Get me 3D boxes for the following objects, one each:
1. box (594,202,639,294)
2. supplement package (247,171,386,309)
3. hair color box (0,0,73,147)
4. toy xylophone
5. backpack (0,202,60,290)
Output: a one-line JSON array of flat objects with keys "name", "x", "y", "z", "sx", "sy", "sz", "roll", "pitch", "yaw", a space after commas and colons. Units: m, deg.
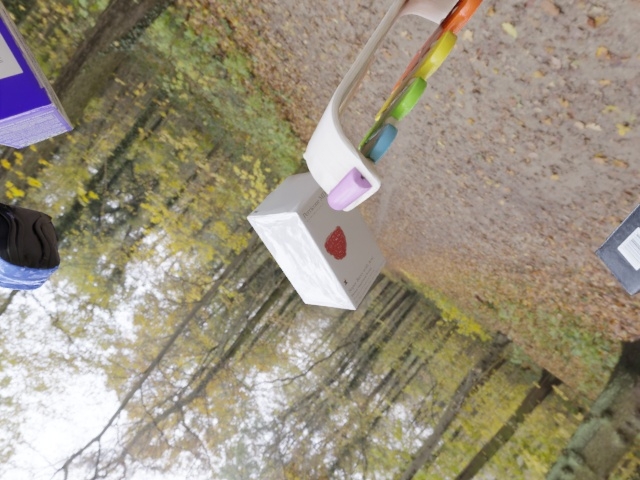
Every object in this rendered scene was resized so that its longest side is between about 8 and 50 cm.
[{"name": "box", "x": 0.547, "y": -0.009, "z": 0.609, "sx": 0.156, "sy": 0.159, "sz": 0.093, "roll": 79, "pitch": 172, "yaw": -57}, {"name": "supplement package", "x": 0.000, "y": 0.000, "z": 0.980, "sx": 0.176, "sy": 0.177, "sz": 0.292, "roll": -1, "pitch": 130, "yaw": 44}, {"name": "hair color box", "x": -0.453, "y": -0.239, "z": 0.562, "sx": 0.339, "sy": 0.110, "sz": 0.185, "roll": 17, "pitch": 132, "yaw": 59}, {"name": "toy xylophone", "x": 0.079, "y": -0.184, "z": 0.465, "sx": 0.081, "sy": 0.322, "sz": 0.236, "roll": 33, "pitch": 175, "yaw": -7}, {"name": "backpack", "x": -0.451, "y": 0.019, "z": 0.601, "sx": 0.120, "sy": 0.101, "sz": 0.098, "roll": 53, "pitch": -160, "yaw": 26}]
